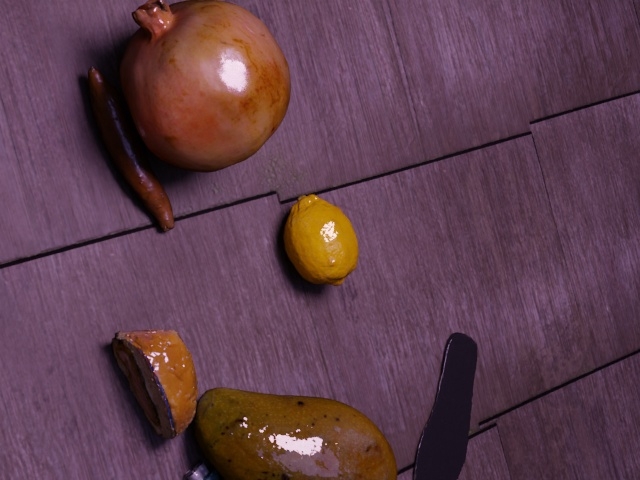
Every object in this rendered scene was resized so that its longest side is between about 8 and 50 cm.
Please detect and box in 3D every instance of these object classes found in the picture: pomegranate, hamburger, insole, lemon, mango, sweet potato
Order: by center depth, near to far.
[{"bbox_3d":[-0.175,-0.236,1.525,0.270,0.229,0.252,52,32,-30],"label":"pomegranate"},{"bbox_3d":[-0.219,0.189,1.538,0.102,0.087,0.176,-31,98,-29],"label":"hamburger"},{"bbox_3d":[-0.282,-0.131,1.561,0.057,0.057,0.265,-29,104,-33],"label":"sweet potato"},{"bbox_3d":[-0.034,0.322,1.604,0.329,0.176,0.176,21,113,-29],"label":"mango"},{"bbox_3d":[0.000,0.000,1.695,0.114,0.114,0.155,-25,96,-33],"label":"lemon"},{"bbox_3d":[0.221,0.311,1.863,0.110,0.012,0.310,21,72,-29],"label":"insole"}]

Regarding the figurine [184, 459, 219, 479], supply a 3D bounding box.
[{"bbox_3d":[-0.153,0.373,1.588,0.106,0.047,0.060,49,39,-9],"label":"figurine"}]
